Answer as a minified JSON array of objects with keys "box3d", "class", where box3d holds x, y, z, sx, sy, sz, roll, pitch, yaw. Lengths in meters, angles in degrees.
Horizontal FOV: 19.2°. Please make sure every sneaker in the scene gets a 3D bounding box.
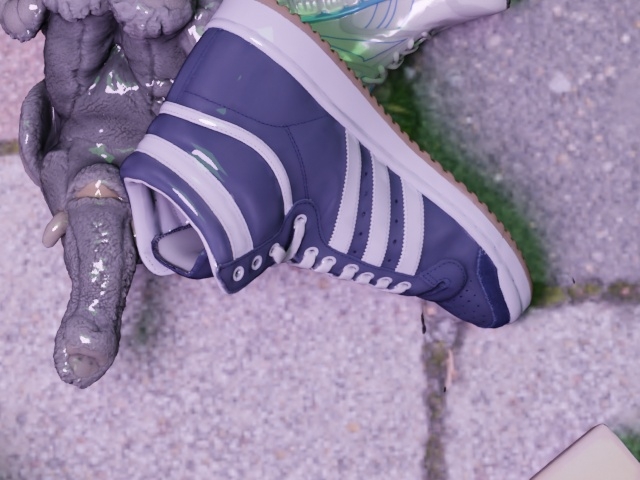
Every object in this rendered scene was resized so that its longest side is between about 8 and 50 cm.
[{"box3d":[0.031,-0.124,1.217,0.190,0.071,0.083,-10,86,12],"class":"sneaker"},{"box3d":[0.000,0.000,1.115,0.282,0.099,0.153,45,71,-29],"class":"sneaker"}]

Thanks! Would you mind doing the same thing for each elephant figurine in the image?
[{"box3d":[-0.128,-0.060,1.180,0.169,0.186,0.239,23,117,40],"class":"elephant figurine"}]

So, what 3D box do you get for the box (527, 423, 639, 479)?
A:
[{"box3d":[0.090,0.261,1.115,0.311,0.121,0.148,-41,81,-2],"class":"box"}]
